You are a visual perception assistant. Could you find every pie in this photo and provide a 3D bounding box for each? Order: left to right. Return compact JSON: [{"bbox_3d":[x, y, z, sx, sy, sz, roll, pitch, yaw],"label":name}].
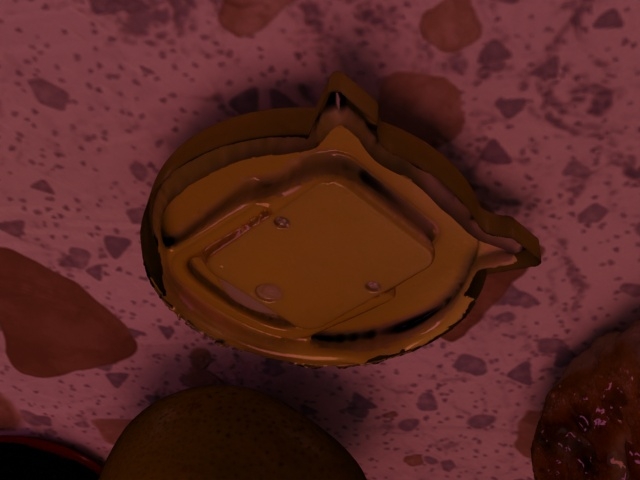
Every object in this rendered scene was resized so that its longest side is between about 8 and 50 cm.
[{"bbox_3d":[0.292,0.223,0.803,0.092,0.315,0.315,-5,142,-31],"label":"pie"}]

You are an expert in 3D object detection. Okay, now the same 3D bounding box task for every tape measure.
[{"bbox_3d":[-0.351,0.346,1.139,0.253,0.114,0.260,-23,126,27],"label":"tape measure"}]

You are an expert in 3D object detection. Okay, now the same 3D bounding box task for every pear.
[{"bbox_3d":[-0.087,0.284,0.927,0.294,0.294,0.294,5,134,5],"label":"pear"}]

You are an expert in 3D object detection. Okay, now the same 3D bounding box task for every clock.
[{"bbox_3d":[-0.001,-0.002,0.773,0.293,0.071,0.277,-27,128,31],"label":"clock"}]
